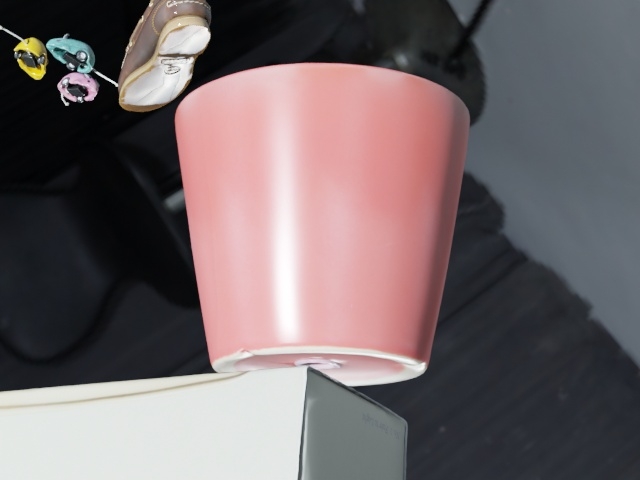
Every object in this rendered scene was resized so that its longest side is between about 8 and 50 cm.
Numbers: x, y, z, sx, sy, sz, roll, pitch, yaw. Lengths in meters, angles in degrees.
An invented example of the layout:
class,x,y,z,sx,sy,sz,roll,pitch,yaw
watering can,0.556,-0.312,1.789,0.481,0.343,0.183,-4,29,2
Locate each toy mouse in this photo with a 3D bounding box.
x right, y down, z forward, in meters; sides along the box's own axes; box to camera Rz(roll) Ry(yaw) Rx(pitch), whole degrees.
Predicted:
class,x,y,z,sx,sy,sz,roll,pitch,yaw
toy mouse,-0.314,-0.220,1.704,0.143,0.031,0.161,12,151,17

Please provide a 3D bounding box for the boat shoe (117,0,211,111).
class,x,y,z,sx,sy,sz,roll,pitch,yaw
boat shoe,-0.171,-0.213,1.463,0.207,0.073,0.073,-41,56,53

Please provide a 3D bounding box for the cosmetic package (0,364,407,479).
class,x,y,z,sx,sy,sz,roll,pitch,yaw
cosmetic package,-0.110,0.172,0.956,0.310,0.113,0.160,-8,155,26

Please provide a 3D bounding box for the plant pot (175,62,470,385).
class,x,y,z,sx,sy,sz,roll,pitch,yaw
plant pot,0.000,0.000,1.225,0.275,0.275,0.243,140,132,-68
